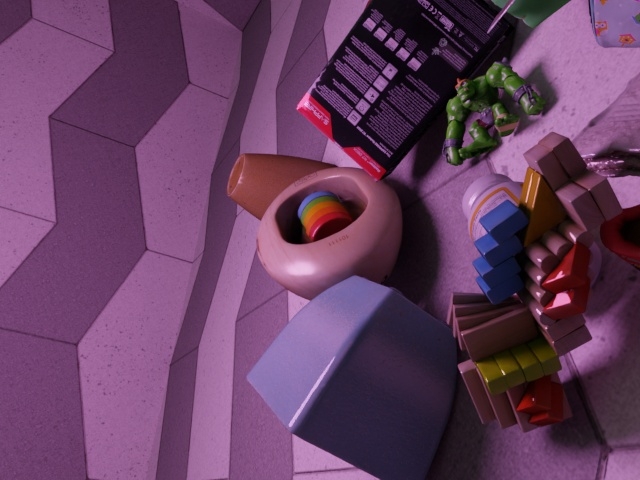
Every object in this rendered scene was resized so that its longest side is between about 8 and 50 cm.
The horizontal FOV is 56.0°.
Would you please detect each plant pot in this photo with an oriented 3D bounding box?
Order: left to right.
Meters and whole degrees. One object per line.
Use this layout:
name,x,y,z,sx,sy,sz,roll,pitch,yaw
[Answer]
plant pot,-0.109,-0.135,1.602,0.237,0.254,0.237,-47,32,43
plant pot,0.071,0.202,0.972,0.252,0.247,0.248,-59,22,-6

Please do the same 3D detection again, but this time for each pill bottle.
pill bottle,0.273,-0.009,0.818,0.118,0.117,0.208,-61,25,23

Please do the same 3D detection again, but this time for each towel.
towel,0.399,-0.136,0.615,0.187,0.049,0.282,-43,20,-14

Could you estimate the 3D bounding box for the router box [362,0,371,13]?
router box,0.168,-0.505,1.373,0.335,0.082,0.301,-27,39,65

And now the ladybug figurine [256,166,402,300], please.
ladybug figurine,0.025,-0.010,1.242,0.305,0.162,0.449,-26,28,4

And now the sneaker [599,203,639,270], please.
sneaker,0.389,-0.014,0.558,0.279,0.118,0.107,-24,52,61

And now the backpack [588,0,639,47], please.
backpack,0.385,-0.304,0.668,0.188,0.166,0.144,-39,43,-23

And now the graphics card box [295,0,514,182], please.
graphics card box,0.149,-0.325,1.141,0.371,0.233,0.094,-51,-8,29

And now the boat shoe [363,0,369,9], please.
boat shoe,0.184,-0.658,1.545,0.267,0.096,0.088,-27,53,61

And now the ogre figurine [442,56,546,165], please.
ogre figurine,0.275,-0.218,1.014,0.197,0.096,0.118,121,141,-63

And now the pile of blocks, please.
pile of blocks,0.229,0.070,0.662,0.113,0.148,0.362,-98,9,-71

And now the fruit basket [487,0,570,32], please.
fruit basket,0.355,-0.489,0.802,0.327,0.165,0.353,-57,-6,-32
